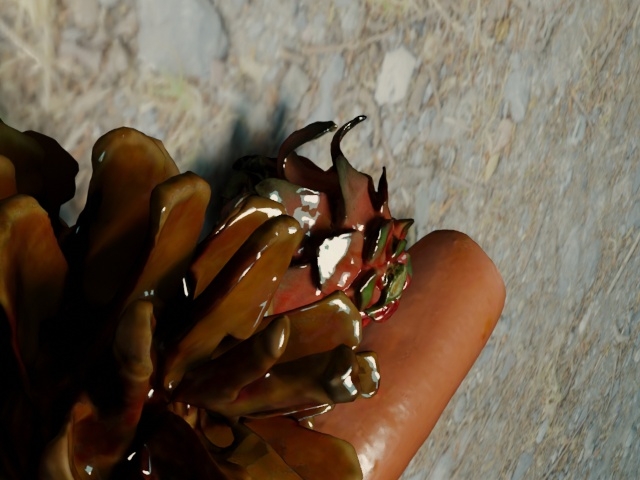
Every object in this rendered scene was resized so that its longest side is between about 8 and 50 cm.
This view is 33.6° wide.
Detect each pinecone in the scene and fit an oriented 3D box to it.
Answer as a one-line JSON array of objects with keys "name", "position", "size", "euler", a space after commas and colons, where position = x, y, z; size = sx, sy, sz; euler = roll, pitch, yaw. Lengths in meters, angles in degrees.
[{"name": "pinecone", "position": [-0.101, 0.066, 0.422], "size": [0.264, 0.264, 0.264], "euler": [-36, 136, -43]}]

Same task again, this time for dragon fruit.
[{"name": "dragon fruit", "position": [-0.006, 0.003, 0.657], "size": [0.142, 0.121, 0.130], "euler": [61, 19, -23]}]

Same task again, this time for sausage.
[{"name": "sausage", "position": [0.044, 0.111, 0.808], "size": [0.259, 0.113, 0.114], "euler": [-51, 145, -28]}]
